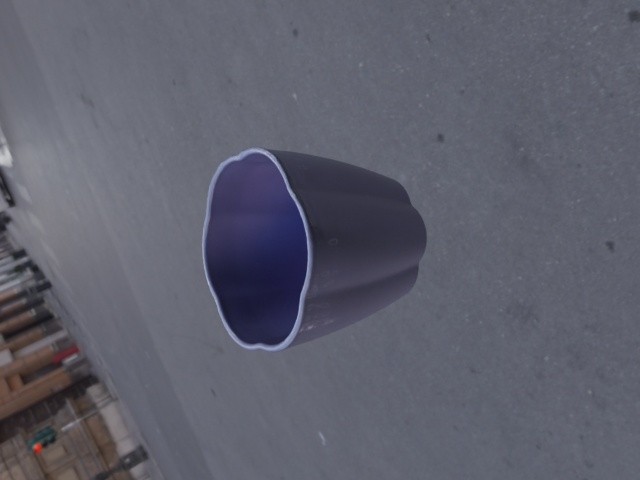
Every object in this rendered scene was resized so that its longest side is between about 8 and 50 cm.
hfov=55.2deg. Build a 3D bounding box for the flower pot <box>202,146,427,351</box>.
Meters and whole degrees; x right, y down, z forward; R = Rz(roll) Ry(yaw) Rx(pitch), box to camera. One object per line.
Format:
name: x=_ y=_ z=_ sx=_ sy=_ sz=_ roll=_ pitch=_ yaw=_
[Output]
flower pot: x=0.000 y=0.000 z=0.838 sx=0.265 sy=0.243 sz=0.265 roll=13 pitch=107 yaw=50
